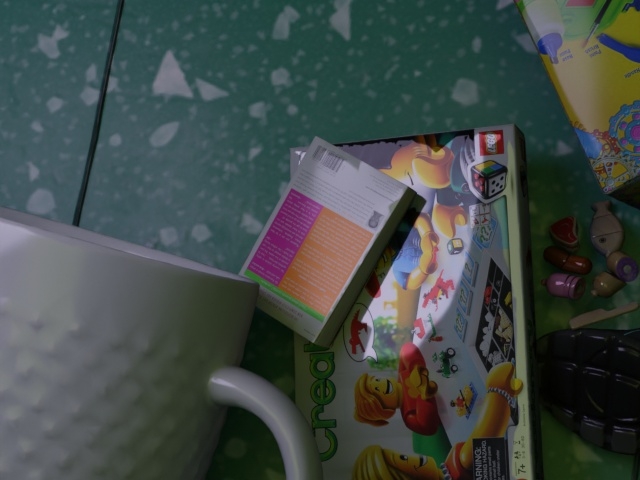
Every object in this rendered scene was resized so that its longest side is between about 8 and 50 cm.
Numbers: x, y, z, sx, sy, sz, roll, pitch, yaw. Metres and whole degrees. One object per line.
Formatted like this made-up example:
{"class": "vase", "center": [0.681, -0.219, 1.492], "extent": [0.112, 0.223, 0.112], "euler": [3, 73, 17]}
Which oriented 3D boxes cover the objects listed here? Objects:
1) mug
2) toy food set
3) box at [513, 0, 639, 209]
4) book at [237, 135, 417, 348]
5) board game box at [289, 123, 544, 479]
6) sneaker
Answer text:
{"class": "mug", "center": [-0.176, 0.165, 1.069], "extent": [0.374, 0.276, 0.328], "euler": [16, 90, 17]}
{"class": "toy food set", "center": [0.213, 0.015, 1.157], "extent": [0.077, 0.019, 0.122], "euler": [-19, 42, 8]}
{"class": "box", "center": [0.306, -0.212, 1.102], "extent": [0.290, 0.177, 0.279], "euler": [-26, 77, 18]}
{"class": "book", "center": [0.000, 0.000, 1.152], "extent": [0.096, 0.035, 0.144], "euler": [31, 92, 25]}
{"class": "board game box", "center": [0.075, 0.067, 1.160], "extent": [0.192, 0.053, 0.305], "euler": [-5, 79, 18]}
{"class": "sneaker", "center": [0.296, 0.115, 1.132], "extent": [0.267, 0.106, 0.101], "euler": [9, 110, 26]}
